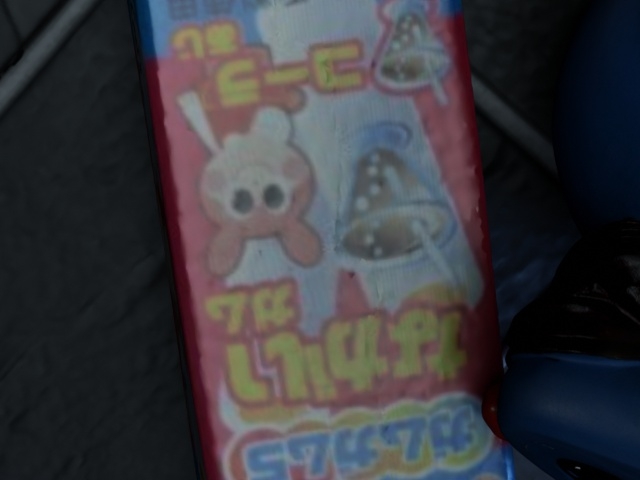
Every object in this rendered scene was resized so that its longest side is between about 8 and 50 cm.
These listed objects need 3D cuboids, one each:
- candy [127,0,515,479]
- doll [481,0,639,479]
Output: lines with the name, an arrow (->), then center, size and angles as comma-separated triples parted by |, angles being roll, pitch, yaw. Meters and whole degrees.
candy -> 0.000, 0.000, 0.977 | 0.157, 0.100, 0.305 | -8, 103, -7
doll -> 0.211, -0.013, 0.916 | 0.240, 0.284, 0.310 | 21, 75, 29
